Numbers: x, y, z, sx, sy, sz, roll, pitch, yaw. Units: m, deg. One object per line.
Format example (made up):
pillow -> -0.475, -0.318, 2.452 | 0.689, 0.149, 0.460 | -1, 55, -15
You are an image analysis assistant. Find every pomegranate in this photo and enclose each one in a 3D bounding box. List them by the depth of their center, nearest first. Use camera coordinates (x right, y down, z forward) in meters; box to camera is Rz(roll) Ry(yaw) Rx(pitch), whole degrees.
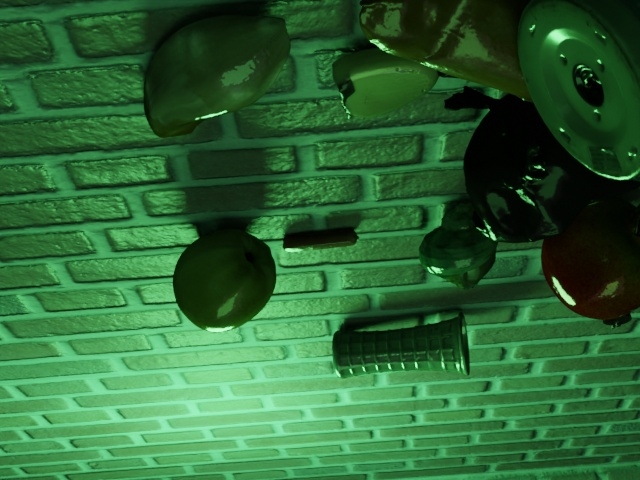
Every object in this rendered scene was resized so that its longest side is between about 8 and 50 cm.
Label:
pomegranate -> 0.524, 0.022, 1.903 | 0.221, 0.221, 0.257 | 16, 145, -33

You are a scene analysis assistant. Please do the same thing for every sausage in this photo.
sausage -> 0.200, -0.276, 1.385 | 0.354, 0.116, 0.134 | 15, 134, -28
sausage -> 0.000, 0.001, 1.996 | 0.147, 0.030, 0.035 | -7, 154, 7

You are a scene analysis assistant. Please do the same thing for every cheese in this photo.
cheese -> 0.144, -0.245, 1.510 | 0.251, 0.054, 0.127 | -15, 155, 6

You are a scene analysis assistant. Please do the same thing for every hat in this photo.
hat -> 0.340, -0.161, 1.539 | 0.336, 0.238, 0.209 | -28, 139, 12

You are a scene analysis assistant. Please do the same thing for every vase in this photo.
vase -> 0.181, 0.246, 2.392 | 0.299, 0.143, 0.143 | -6, 153, 12

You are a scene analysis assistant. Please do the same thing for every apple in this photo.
apple -> -0.179, 0.072, 1.957 | 0.200, 0.200, 0.200 | -3, 153, -1

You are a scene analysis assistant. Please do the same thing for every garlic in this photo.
garlic -> -0.164, -0.223, 1.483 | 0.143, 0.112, 0.318 | 12, 160, -33

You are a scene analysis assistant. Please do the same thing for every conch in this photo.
conch -> 0.264, 0.011, 1.955 | 0.176, 0.122, 0.188 | -18, 159, -17

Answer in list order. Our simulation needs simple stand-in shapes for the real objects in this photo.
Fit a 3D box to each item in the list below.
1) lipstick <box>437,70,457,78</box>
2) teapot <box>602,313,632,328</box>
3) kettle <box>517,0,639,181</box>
lipstick -> 0.225, -0.239, 1.497 | 0.176, 0.027, 0.027 | -5, 161, -45
teapot -> 0.675, 0.173, 2.402 | 0.068, 0.045, 0.100 | -5, 154, 0
kettle -> 0.464, -0.226, 1.315 | 0.342, 0.247, 0.319 | -28, 114, -15
